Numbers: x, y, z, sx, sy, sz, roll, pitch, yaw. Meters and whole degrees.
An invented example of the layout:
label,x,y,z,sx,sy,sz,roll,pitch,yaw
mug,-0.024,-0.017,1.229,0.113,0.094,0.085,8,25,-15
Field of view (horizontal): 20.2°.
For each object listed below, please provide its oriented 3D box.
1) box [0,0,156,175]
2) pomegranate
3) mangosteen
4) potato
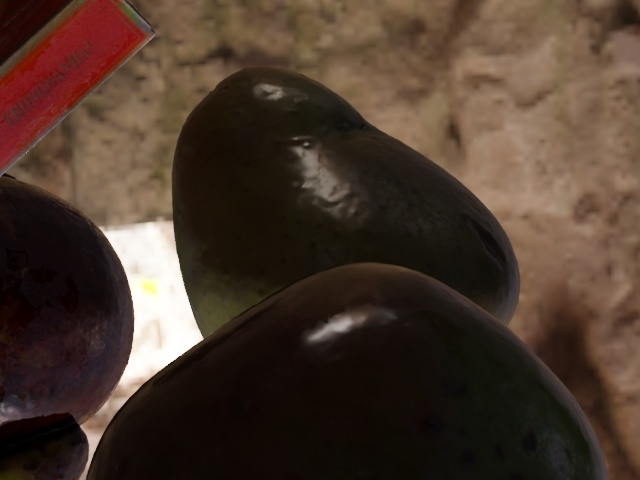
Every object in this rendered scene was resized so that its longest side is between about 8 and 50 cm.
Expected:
label,x,y,z,sx,sy,sz,roll,pitch,yaw
box,-0.161,-0.116,0.869,0.048,0.112,0.175,45,-174,-44
pomegranate,0.005,0.100,0.602,0.209,0.180,0.180,154,111,-77
mangosteen,-0.229,0.082,1.147,0.215,0.215,0.257,110,166,-67
potato,0.000,0.000,0.879,0.194,0.157,0.157,54,160,16
